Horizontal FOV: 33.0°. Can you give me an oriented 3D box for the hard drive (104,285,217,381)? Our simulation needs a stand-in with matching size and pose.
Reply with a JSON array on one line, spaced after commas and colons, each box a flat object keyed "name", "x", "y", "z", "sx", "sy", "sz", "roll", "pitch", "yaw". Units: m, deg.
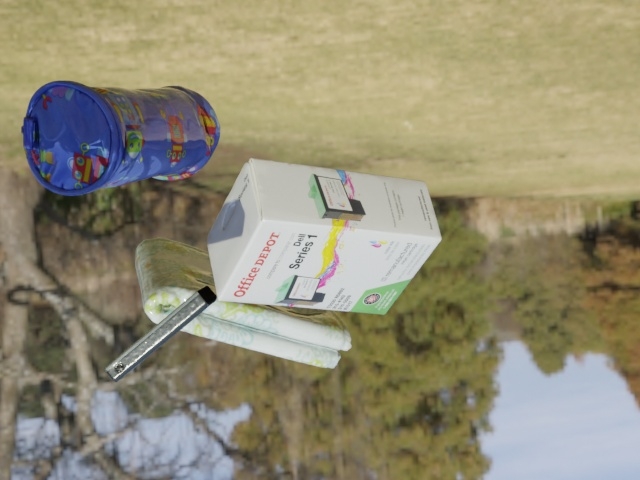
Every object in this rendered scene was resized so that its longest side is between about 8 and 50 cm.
[{"name": "hard drive", "x": -0.178, "y": 0.104, "z": 1.227, "sx": 0.135, "sy": 0.022, "sz": 0.094, "roll": -39, "pitch": 180, "yaw": 2}]

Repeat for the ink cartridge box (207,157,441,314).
[{"name": "ink cartridge box", "x": 0.000, "y": 0.000, "z": 1.564, "sx": 0.278, "sy": 0.117, "sz": 0.201, "roll": 6, "pitch": 141, "yaw": -23}]

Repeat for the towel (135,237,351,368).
[{"name": "towel", "x": -0.148, "y": 0.108, "z": 1.964, "sx": 0.375, "sy": 0.090, "sz": 0.320, "roll": 16, "pitch": -171, "yaw": -17}]

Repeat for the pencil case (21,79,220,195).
[{"name": "pencil case", "x": -0.224, "y": -0.120, "z": 1.234, "sx": 0.133, "sy": 0.119, "sz": 0.306, "roll": 4, "pitch": -173, "yaw": 15}]
